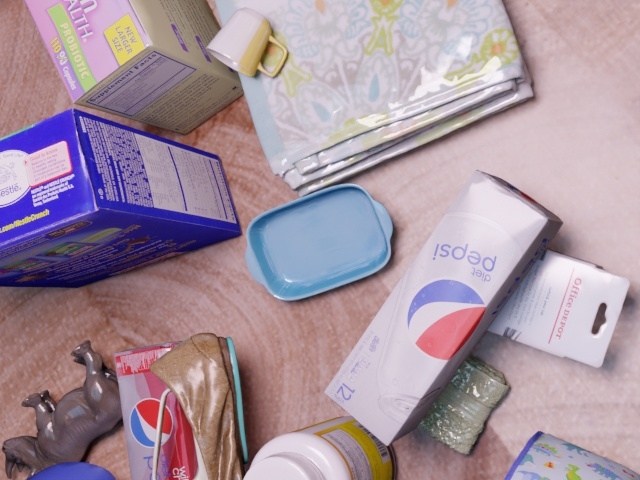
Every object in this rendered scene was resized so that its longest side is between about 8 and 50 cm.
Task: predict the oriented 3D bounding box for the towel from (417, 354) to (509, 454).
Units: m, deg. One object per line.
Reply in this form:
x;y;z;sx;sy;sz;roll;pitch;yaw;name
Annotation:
0.129;0.165;1.089;0.148;0.027;0.110;32;100;21;towel

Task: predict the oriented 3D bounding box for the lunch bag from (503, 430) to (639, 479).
0.253;0.265;0.966;0.128;0.151;0.096;20;94;21;lunch bag

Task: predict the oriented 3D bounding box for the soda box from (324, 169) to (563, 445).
0.128;0.070;0.993;0.091;0.098;0.286;38;103;19;soda box

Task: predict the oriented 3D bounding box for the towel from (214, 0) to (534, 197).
0.043;-0.273;1.121;0.320;0.090;0.375;-22;79;17;towel

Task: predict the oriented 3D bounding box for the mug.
-0.083;-0.227;1.095;0.062;0.078;0.064;28;87;52;mug

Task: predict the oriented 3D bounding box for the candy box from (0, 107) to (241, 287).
-0.286;-0.032;1.115;0.268;0.317;0.122;-18;79;19;candy box

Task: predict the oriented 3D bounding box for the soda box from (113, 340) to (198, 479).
-0.179;0.259;1.175;0.083;0.092;0.263;-11;83;20;soda box

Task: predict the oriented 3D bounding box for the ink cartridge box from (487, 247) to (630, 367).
0.234;0.059;1.033;0.180;0.060;0.104;20;96;22;ink cartridge box

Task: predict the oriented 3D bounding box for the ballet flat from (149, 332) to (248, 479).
-0.123;0.278;1.080;0.124;0.116;0.343;-13;85;-8;ballet flat

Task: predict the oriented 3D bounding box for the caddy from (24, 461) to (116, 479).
-0.363;0.429;1.168;0.341;0.179;0.241;-31;91;18;caddy

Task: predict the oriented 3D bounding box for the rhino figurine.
-0.342;0.242;1.253;0.243;0.073;0.106;-44;83;18;rhino figurine

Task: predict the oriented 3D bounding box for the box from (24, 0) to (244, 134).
-0.223;-0.260;1.142;0.117;0.243;0.214;-32;77;17;box

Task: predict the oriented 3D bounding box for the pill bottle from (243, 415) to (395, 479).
-0.003;0.260;1.036;0.117;0.215;0.117;-1;86;23;pill bottle

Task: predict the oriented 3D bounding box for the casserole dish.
0.000;0.000;1.134;0.188;0.037;0.114;-20;97;19;casserole dish
